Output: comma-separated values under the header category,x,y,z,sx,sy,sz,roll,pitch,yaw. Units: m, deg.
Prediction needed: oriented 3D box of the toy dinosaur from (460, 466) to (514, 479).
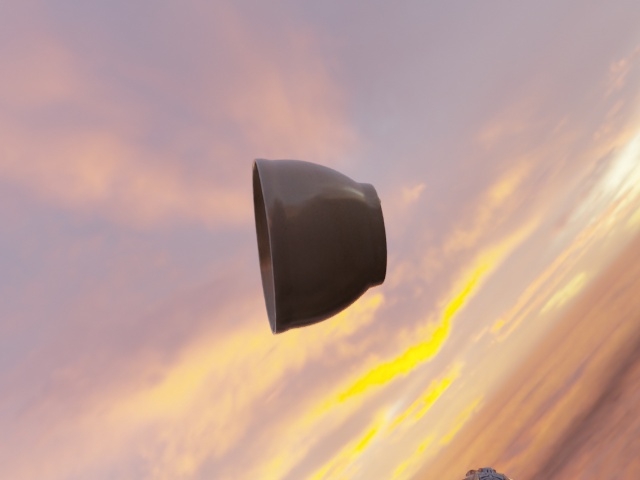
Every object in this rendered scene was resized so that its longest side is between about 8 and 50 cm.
category,x,y,z,sx,sy,sz,roll,pitch,yaw
toy dinosaur,0.109,0.323,0.579,0.322,0.164,0.218,-56,-19,-45

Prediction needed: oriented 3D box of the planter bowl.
category,x,y,z,sx,sy,sz,roll,pitch,yaw
planter bowl,0.000,0.000,0.787,0.109,0.162,0.162,-7,-25,-7
